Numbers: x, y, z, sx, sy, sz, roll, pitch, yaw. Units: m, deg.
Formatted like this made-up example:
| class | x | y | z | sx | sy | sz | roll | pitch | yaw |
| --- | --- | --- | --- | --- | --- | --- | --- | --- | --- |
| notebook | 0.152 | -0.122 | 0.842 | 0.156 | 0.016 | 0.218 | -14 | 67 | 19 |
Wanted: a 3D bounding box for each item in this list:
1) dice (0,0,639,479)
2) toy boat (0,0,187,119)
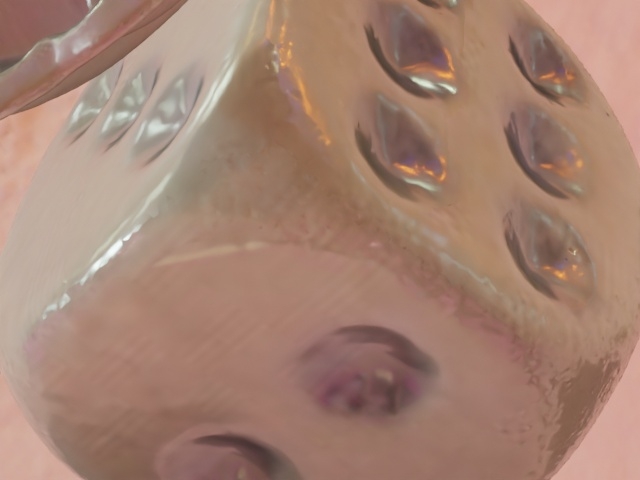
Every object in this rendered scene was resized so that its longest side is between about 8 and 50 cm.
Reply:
| class | x | y | z | sx | sy | sz | roll | pitch | yaw |
| --- | --- | --- | --- | --- | --- | --- | --- | --- | --- |
| dice | 0.000 | 0.000 | 0.801 | 0.262 | 0.264 | 0.268 | -39 | 27 | 38 |
| toy boat | -0.117 | -0.139 | 0.589 | 0.290 | 0.100 | 0.199 | -25 | 76 | 10 |
